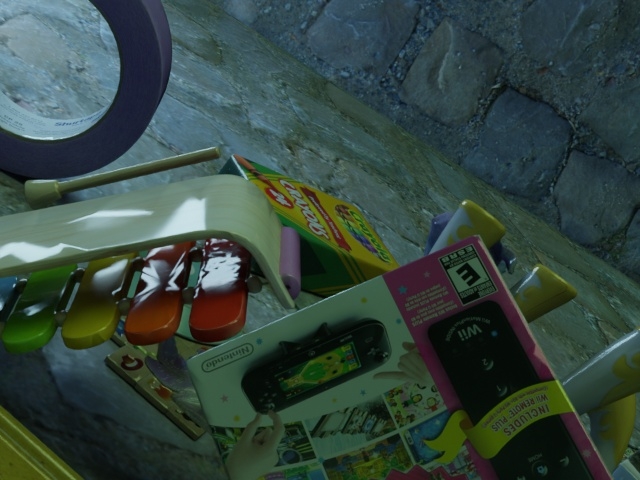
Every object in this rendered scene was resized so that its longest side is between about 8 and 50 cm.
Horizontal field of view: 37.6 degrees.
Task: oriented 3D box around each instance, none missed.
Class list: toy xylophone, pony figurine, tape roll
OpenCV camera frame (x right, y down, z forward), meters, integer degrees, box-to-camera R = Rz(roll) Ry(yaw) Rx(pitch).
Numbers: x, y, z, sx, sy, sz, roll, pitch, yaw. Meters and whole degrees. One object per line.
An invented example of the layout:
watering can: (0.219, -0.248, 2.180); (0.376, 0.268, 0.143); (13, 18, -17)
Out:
toy xylophone: (-0.172, 0.009, 0.778); (0.236, 0.322, 0.081); (-77, 157, -63)
pony figurine: (0.072, 0.156, 0.796); (0.351, 0.363, 0.303); (39, 2, 25)
tape roll: (-0.310, -0.213, 1.069); (0.274, 0.275, 0.090); (32, 20, -14)

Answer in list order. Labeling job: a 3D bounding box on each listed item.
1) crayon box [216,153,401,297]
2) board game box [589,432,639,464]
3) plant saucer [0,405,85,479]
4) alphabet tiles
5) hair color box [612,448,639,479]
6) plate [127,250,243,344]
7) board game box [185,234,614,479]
crayon box: (0.000, 0.000, 1.429); (0.318, 0.081, 0.202); (22, 23, -40)
board game box: (0.562, 0.404, 1.560); (0.259, 0.030, 0.136); (28, 18, -26)
plant saucer: (-0.275, 0.159, 0.545); (0.332, 0.081, 0.332); (39, 19, 6)
alphabet tiles: (-0.127, 0.129, 1.000); (0.198, 0.009, 0.237); (40, 19, 7)
hair color box: (0.526, 0.451, 1.243); (0.374, 0.114, 0.185); (44, 20, 23)
plate: (-0.162, 0.047, 1.081); (0.188, 0.024, 0.188); (32, 19, -13)
board game box: (0.072, 0.178, 0.612); (0.097, 0.224, 0.303); (74, -8, -66)
